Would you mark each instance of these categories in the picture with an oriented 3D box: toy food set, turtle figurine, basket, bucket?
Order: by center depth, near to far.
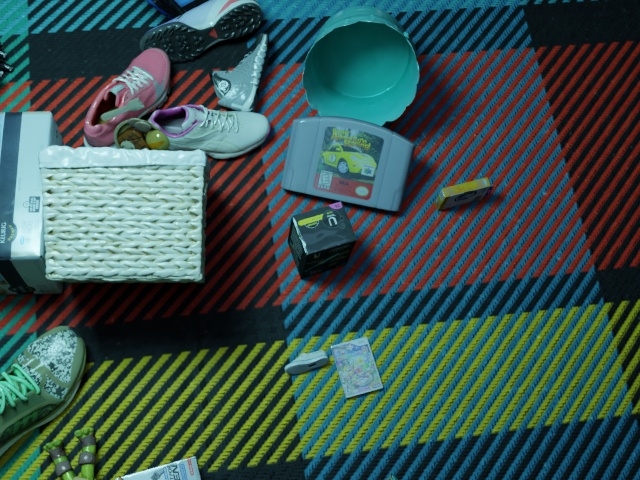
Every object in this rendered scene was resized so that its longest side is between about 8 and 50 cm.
[{"bbox_3d":[-0.467,0.494,1.685,0.270,0.087,0.217,-27,64,14],"label":"turtle figurine"},{"bbox_3d":[-0.399,-0.043,1.761,0.332,0.328,0.266,1,86,-7],"label":"basket"},{"bbox_3d":[-0.410,-0.224,1.918,0.133,0.192,0.038,-18,38,23],"label":"toy food set"},{"bbox_3d":[0.099,-0.417,2.004,0.281,0.281,0.183,11,31,-2],"label":"bucket"}]

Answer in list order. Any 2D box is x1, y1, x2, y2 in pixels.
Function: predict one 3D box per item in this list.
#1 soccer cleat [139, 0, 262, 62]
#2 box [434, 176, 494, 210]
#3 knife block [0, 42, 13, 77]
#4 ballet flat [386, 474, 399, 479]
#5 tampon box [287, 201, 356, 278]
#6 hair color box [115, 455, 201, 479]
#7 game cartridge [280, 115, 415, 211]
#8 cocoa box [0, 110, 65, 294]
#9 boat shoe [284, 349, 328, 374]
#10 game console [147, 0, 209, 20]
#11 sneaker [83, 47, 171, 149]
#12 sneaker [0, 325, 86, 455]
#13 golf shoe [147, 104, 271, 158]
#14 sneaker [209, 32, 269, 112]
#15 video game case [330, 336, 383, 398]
[{"bbox_3d":[-0.307,-0.542,2.126,0.318,0.108,0.116,-22,44,-6],"label":"soccer cleat"},{"bbox_3d":[0.349,-0.114,2.027,0.136,0.081,0.028,-16,71,-13],"label":"box"},{"bbox_3d":[-0.894,-0.434,2.012,0.276,0.088,0.242,-18,71,-13],"label":"knife block"},{"bbox_3d":[0.177,0.548,1.774,0.041,0.041,0.114,-39,77,-19],"label":"ballet flat"},{"bbox_3d":[0.000,0.000,1.900,0.121,0.161,0.101,-17,71,-13],"label":"tampon box"},{"bbox_3d":[-0.326,0.511,1.721,0.167,0.053,0.093,-14,71,-10],"label":"hair color box"},{"bbox_3d":[0.066,-0.189,1.984,0.295,0.060,0.195,11,104,-2],"label":"game cartridge"},{"bbox_3d":[-0.683,-0.078,1.817,0.228,0.231,0.346,-1,68,-6],"label":"cocoa box"},{"bbox_3d":[-0.034,0.267,1.863,0.100,0.035,0.035,-17,44,-9],"label":"boat shoe"},{"bbox_3d":[-0.412,-0.714,2.138,0.173,0.250,0.293,-45,78,7],"label":"game console"},{"bbox_3d":[-0.453,-0.343,1.992,0.116,0.136,0.313,29,72,5],"label":"sneaker"},{"bbox_3d":[-0.637,0.328,1.689,0.158,0.182,0.410,38,69,9],"label":"sneaker"},{"bbox_3d":[-0.266,-0.264,1.989,0.307,0.140,0.115,-9,68,-11],"label":"golf shoe"},{"bbox_3d":[-0.206,-0.428,2.090,0.132,0.086,0.228,11,69,1],"label":"sneaker"},{"bbox_3d":[0.081,0.283,1.878,0.087,0.011,0.122,-14,70,-11],"label":"video game case"}]
